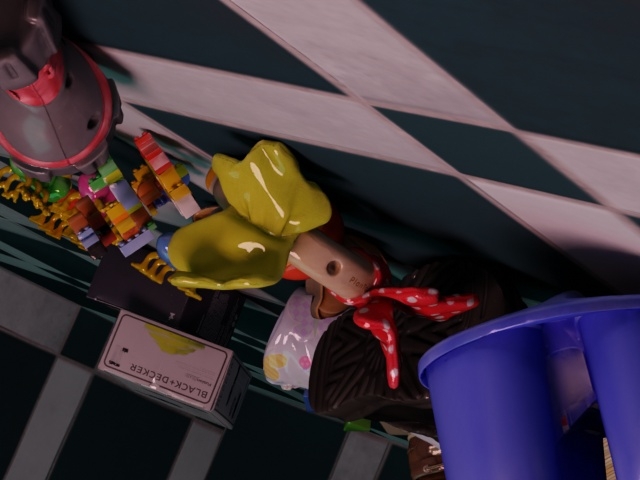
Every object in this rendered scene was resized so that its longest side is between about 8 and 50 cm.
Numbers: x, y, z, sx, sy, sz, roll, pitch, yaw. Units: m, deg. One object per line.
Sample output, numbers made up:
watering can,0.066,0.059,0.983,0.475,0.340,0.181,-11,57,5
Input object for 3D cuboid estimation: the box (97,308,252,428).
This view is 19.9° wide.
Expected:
box,-0.195,0.182,2.523,0.169,0.087,0.290,20,171,8

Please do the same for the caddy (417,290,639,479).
caddy,0.213,0.128,1.397,0.241,0.179,0.341,-13,160,15

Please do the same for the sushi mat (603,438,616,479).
sushi mat,0.261,0.253,1.923,0.316,0.019,0.151,-34,134,26

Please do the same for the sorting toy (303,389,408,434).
sorting toy,0.152,0.201,2.321,0.347,0.047,0.196,-1,155,20

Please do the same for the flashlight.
flashlight,-0.201,-0.115,1.255,0.103,0.103,0.304,23,172,3

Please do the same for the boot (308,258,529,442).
boot,0.171,0.125,1.680,0.260,0.131,0.348,19,164,-21

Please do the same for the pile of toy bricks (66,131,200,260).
pile of toy bricks,-0.186,-0.054,1.667,0.105,0.118,0.212,57,174,-10

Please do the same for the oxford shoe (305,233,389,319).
oxford shoe,0.030,0.039,1.739,0.076,0.076,0.212,8,172,3

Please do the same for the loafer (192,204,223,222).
loafer,-0.084,-0.006,1.785,0.061,0.062,0.170,30,169,-15

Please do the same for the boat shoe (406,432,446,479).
boat shoe,0.236,0.280,2.293,0.257,0.095,0.095,1,156,15

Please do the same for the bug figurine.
bug figurine,-0.238,-0.027,2.016,0.279,0.072,0.216,22,167,41

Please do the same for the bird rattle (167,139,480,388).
bird rattle,0.000,0.000,1.508,0.253,0.143,0.207,23,-167,-26

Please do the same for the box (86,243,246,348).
box,-0.211,0.078,2.528,0.156,0.093,0.158,17,171,26

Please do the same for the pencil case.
pencil case,0.068,0.153,2.168,0.273,0.124,0.113,20,171,10
